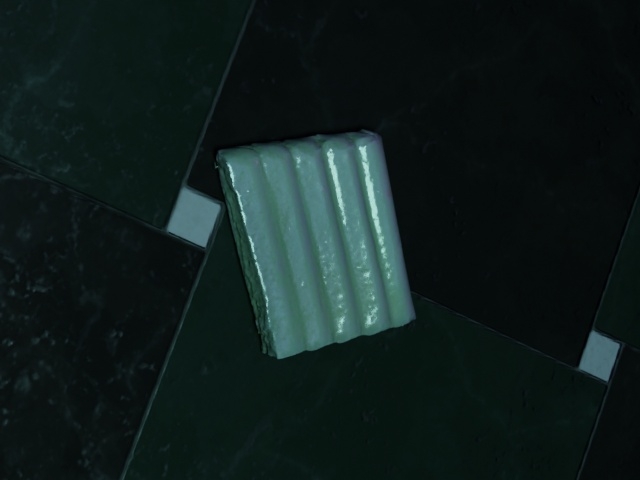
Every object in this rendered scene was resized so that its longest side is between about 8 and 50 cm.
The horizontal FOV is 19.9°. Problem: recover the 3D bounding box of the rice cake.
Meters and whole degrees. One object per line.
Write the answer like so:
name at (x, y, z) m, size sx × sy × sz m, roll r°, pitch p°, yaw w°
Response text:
rice cake at (0.000, 0.000, 1.697) m, size 0.189 × 0.037 × 0.198 m, roll -11°, pitch 98°, yaw -30°
